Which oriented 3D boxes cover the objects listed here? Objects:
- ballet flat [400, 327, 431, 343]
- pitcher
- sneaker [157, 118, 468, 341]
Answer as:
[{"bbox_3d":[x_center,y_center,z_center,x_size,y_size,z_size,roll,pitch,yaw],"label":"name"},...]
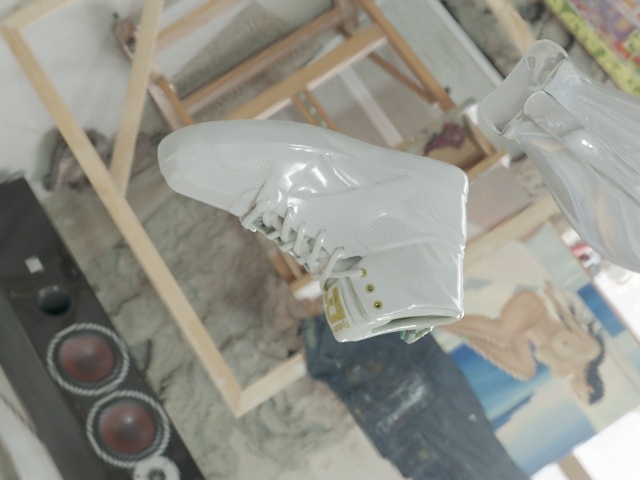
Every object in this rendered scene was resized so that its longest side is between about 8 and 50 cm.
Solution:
[{"bbox_3d":[0.155,0.062,1.457,0.079,0.077,0.222,2,128,3],"label":"ballet flat"},{"bbox_3d":[0.230,-0.055,0.803,0.125,0.207,0.178,-49,-173,18],"label":"pitcher"},{"bbox_3d":[0.000,0.000,0.900,0.292,0.169,0.108,9,157,-18],"label":"sneaker"}]
